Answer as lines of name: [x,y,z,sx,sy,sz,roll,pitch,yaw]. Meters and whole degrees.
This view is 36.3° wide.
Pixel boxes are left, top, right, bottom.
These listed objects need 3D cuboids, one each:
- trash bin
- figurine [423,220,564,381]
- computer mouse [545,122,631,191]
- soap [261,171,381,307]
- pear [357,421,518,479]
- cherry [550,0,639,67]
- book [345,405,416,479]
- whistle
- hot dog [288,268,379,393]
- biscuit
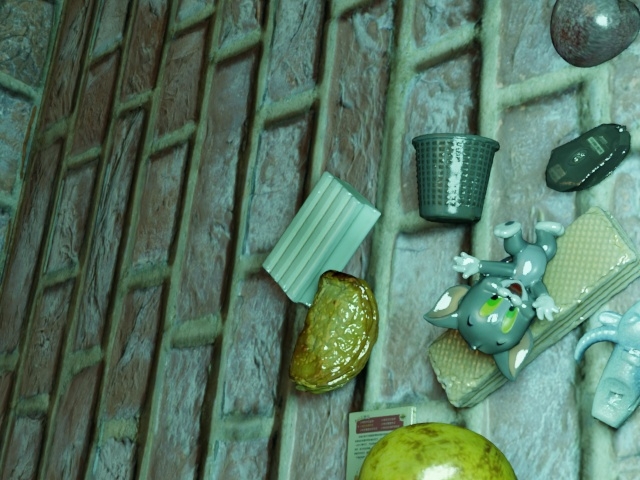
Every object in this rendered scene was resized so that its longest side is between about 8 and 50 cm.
trash bin: [0.258,-0.114,1.898,0.175,0.175,0.161,1,85,47]
figurine: [0.305,0.071,1.640,0.265,0.193,0.140,-62,0,-27]
computer mouse: [0.481,-0.142,1.744,0.172,0.057,0.099,-36,45,14]
soap: [0.000,0.000,2.157,0.265,0.087,0.160,-56,41,10]
pear: [0.190,0.431,1.613,0.280,0.280,0.281,-23,56,38]
cherry: [0.496,-0.405,1.789,0.176,0.140,0.176,-6,82,46]
book: [0.113,0.439,1.872,0.162,0.022,0.232,-15,61,40]
whistle: [0.505,0.170,1.535,0.180,0.093,0.269,26,92,24]
hot dog: [0.029,0.197,2.016,0.175,0.114,0.259,16,86,45]
biscuit: [0.368,0.127,1.711,0.426,0.078,0.144,-44,46,24]
